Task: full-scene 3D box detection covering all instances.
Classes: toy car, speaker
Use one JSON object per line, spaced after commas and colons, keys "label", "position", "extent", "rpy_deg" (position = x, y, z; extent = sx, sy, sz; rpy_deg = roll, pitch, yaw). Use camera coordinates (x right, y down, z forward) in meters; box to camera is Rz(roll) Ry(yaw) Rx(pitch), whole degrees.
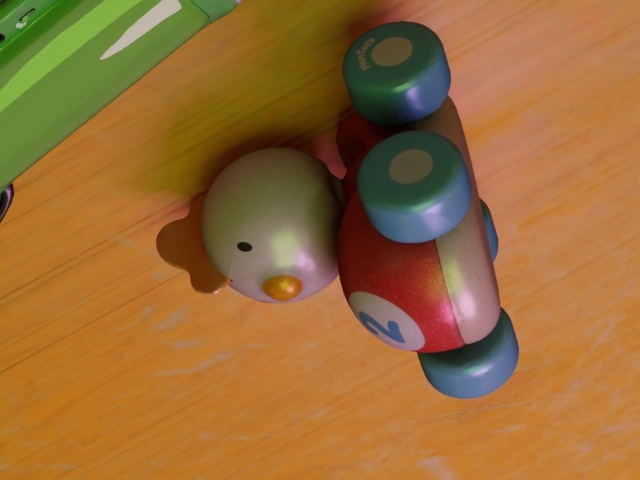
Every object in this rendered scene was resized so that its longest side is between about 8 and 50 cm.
{"label": "toy car", "position": [0.000, 0.000, 1.239], "extent": [0.238, 0.210, 0.219], "rpy_deg": [-13, 138, 9]}
{"label": "speaker", "position": [-0.179, -0.132, 1.134], "extent": [0.296, 0.131, 0.131], "rpy_deg": [-37, 124, 10]}

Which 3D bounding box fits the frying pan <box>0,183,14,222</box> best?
{"label": "frying pan", "position": [-0.321, 0.108, 1.303], "extent": [0.326, 0.053, 0.197], "rpy_deg": [-28, 126, 7]}
